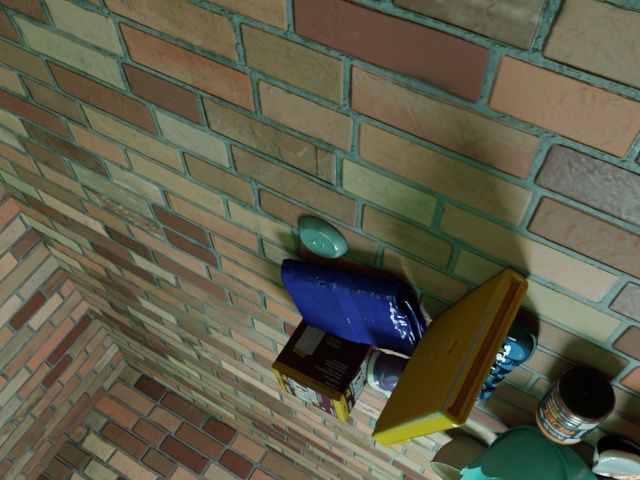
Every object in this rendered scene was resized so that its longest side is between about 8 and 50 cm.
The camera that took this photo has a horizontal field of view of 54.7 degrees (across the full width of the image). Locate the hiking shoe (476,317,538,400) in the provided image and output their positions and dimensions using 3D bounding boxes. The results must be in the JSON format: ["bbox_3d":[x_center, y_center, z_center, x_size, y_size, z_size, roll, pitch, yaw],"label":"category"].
[{"bbox_3d":[0.319,0.242,1.174,0.113,0.132,0.304,28,151,13],"label":"hiking shoe"}]

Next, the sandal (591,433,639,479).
[{"bbox_3d":[0.591,0.417,1.209,0.102,0.076,0.265,5,156,23],"label":"sandal"}]

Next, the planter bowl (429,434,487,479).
[{"bbox_3d":[0.390,0.599,1.675,0.162,0.109,0.162,26,151,15],"label":"planter bowl"}]

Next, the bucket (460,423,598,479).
[{"bbox_3d":[0.472,0.562,1.380,0.281,0.183,0.281,43,154,27],"label":"bucket"}]

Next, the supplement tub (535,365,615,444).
[{"bbox_3d":[0.468,0.319,1.162,0.106,0.106,0.198,25,150,18],"label":"supplement tub"}]

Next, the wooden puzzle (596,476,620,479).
[{"bbox_3d":[0.751,0.653,1.402,0.322,0.080,0.348,46,150,-21],"label":"wooden puzzle"}]

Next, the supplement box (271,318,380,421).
[{"bbox_3d":[0.018,0.299,1.520,0.191,0.194,0.129,22,150,23],"label":"supplement box"}]

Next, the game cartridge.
[{"bbox_3d":[0.216,0.218,1.086,0.053,0.285,0.323,34,153,2],"label":"game cartridge"}]

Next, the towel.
[{"bbox_3d":[0.074,0.137,1.347,0.308,0.076,0.227,11,141,34],"label":"towel"}]

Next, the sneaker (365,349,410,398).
[{"bbox_3d":[0.217,0.326,1.389,0.124,0.107,0.283,3,162,34],"label":"sneaker"}]

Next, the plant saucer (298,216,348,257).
[{"bbox_3d":[0.000,0.000,1.260,0.119,0.021,0.119,26,150,16],"label":"plant saucer"}]
